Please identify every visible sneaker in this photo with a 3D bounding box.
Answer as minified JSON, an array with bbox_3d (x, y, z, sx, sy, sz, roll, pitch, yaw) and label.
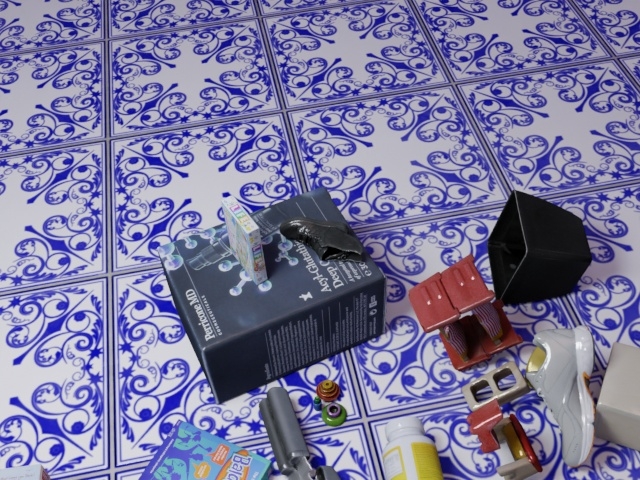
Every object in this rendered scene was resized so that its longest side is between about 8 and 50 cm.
[{"bbox_3d":[0.451,0.292,1.440,0.121,0.099,0.262,1,81,8],"label":"sneaker"},{"bbox_3d":[0.000,0.002,1.520,0.170,0.051,0.089,3,44,1],"label":"sneaker"}]

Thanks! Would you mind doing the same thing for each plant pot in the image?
[{"bbox_3d":[0.485,0.026,1.676,0.167,0.188,0.187,8,48,-7],"label":"plant pot"},{"bbox_3d":[0.454,0.262,1.528,0.083,0.081,0.081,-43,59,-15],"label":"plant pot"}]

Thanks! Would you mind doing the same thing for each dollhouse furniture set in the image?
[{"bbox_3d":[0.322,0.240,1.442,0.152,0.201,0.374,-30,48,11],"label":"dollhouse furniture set"}]

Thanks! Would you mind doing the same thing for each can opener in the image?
[{"bbox_3d":[-0.033,0.410,1.445,0.095,0.076,0.283,9,40,-33],"label":"can opener"}]

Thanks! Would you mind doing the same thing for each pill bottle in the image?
[{"bbox_3d":[0.169,0.421,1.385,0.103,0.103,0.184,-6,49,-2],"label":"pill bottle"}]

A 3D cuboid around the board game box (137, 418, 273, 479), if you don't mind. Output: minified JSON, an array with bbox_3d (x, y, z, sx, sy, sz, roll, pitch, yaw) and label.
[{"bbox_3d":[-0.218,0.447,1.422,0.210,0.047,0.160,19,52,18],"label":"board game box"}]

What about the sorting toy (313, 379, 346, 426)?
[{"bbox_3d":[0.015,0.320,1.524,0.061,0.042,0.102,-13,49,-8],"label":"sorting toy"}]

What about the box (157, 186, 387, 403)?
[{"bbox_3d":[-0.101,0.107,1.608,0.396,0.212,0.293,-22,51,-14],"label":"box"}]

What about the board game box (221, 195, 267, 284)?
[{"bbox_3d":[-0.146,0.001,1.460,0.026,0.154,0.103,-28,53,-19],"label":"board game box"}]

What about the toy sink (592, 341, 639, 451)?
[{"bbox_3d":[0.648,0.316,1.431,0.234,0.131,0.152,14,51,22],"label":"toy sink"}]

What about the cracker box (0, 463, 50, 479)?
[{"bbox_3d":[-0.581,0.529,1.360,0.156,0.067,0.232,-6,49,-3],"label":"cracker box"}]
